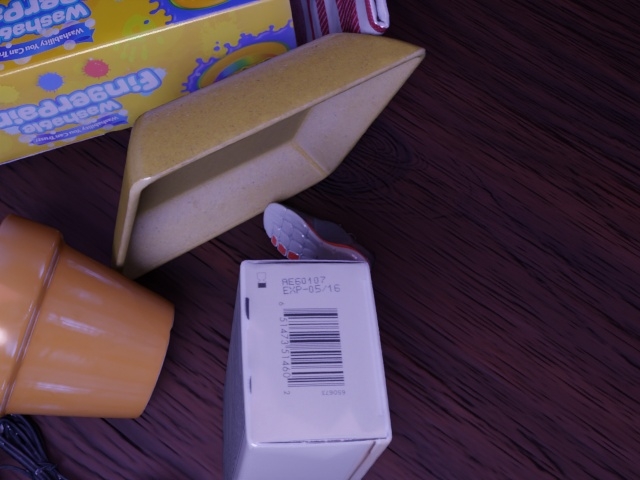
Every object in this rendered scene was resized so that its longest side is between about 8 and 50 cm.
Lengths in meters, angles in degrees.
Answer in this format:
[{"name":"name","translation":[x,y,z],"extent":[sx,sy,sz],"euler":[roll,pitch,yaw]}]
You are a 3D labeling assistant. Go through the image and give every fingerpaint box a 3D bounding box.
[{"name":"fingerpaint box","translation":[-0.287,-0.333,1.005],"extent":[0.445,0.163,0.371],"euler":[-16,63,-2]}]

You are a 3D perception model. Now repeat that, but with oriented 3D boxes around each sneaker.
[{"name":"sneaker","translation":[0.000,0.000,0.985],"extent":[0.158,0.061,0.065],"euler":[34,34,9]}]

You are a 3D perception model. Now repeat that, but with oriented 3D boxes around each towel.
[{"name":"towel","translation":[0.001,-0.298,0.944],"extent":[0.037,0.329,0.237],"euler":[-9,83,-14]}]

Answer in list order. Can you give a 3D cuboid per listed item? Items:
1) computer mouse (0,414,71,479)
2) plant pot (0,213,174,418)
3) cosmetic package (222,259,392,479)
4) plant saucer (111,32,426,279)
[{"name":"computer mouse","translation":[-0.332,0.269,0.703],"extent":[0.184,0.060,0.262],"euler":[40,25,16]},{"name":"plant pot","translation":[-0.260,0.097,0.800],"extent":[0.188,0.205,0.205],"euler":[18,56,-17]},{"name":"cosmetic package","translation":[-0.029,0.159,0.723],"extent":[0.113,0.309,0.160],"euler":[0,60,-9]},{"name":"plant saucer","translation":[-0.088,-0.097,0.849],"extent":[0.333,0.333,0.081],"euler":[-29,83,-25]}]
